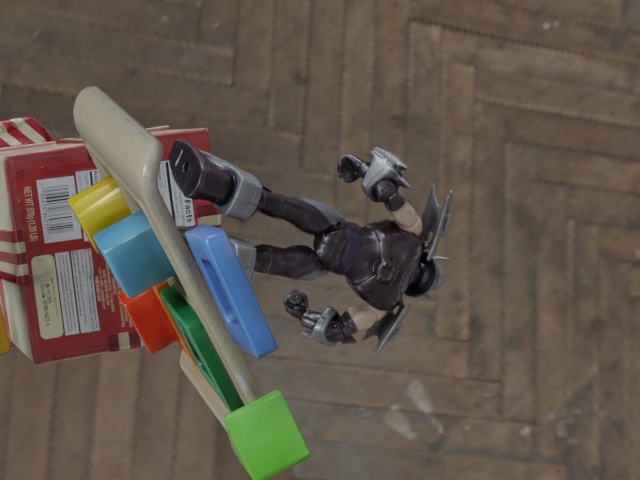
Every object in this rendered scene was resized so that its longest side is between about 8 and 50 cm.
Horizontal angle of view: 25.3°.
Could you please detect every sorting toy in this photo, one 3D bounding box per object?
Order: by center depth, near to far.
[{"bbox_3d":[-0.096,0.021,0.812,0.047,0.347,0.196,-25,113,-12],"label":"sorting toy"}]

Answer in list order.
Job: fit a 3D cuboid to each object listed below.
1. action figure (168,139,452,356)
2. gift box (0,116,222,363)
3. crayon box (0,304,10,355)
[{"bbox_3d":[0.000,0.000,1.244,0.285,0.099,0.185,16,94,-31],"label":"action figure"},{"bbox_3d":[-0.263,-0.011,1.564,0.276,0.258,0.255,-4,95,-18],"label":"gift box"},{"bbox_3d":[-0.449,0.062,1.300,0.323,0.083,0.203,-25,113,-47],"label":"crayon box"}]
